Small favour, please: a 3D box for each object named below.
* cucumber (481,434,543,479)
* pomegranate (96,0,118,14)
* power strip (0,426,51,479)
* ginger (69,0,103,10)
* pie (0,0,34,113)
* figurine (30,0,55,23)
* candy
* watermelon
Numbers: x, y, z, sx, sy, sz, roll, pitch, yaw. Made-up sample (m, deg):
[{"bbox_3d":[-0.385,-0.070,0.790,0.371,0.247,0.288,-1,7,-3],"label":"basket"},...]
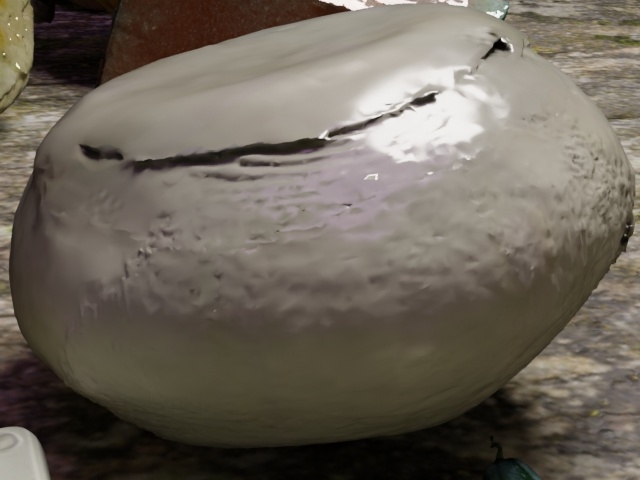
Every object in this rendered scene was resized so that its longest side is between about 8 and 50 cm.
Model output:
[{"bbox_3d":[0.092,0.133,0.435,0.039,0.039,0.168,-5,28,-17],"label":"cucumber"},{"bbox_3d":[-0.080,-0.353,1.053,0.410,0.410,0.410,3,24,-1],"label":"pomegranate"},{"bbox_3d":[-0.109,0.159,0.330,0.098,0.058,0.338,-5,25,-19],"label":"power strip"},{"bbox_3d":[-0.307,-0.323,1.342,0.205,0.081,0.115,19,60,15],"label":"ginger"},{"bbox_3d":[-0.371,-0.195,0.850,0.337,0.338,0.075,-21,-8,-42],"label":"pie"},{"bbox_3d":[-0.444,-0.281,1.077,0.411,0.241,0.306,-2,16,-34],"label":"figurine"},{"bbox_3d":[0.000,0.000,0.545,0.295,0.185,0.295,-12,26,6],"label":"candy"},{"bbox_3d":[-0.037,-0.132,0.812,0.318,0.226,0.148,1,48,30],"label":"watermelon"}]
